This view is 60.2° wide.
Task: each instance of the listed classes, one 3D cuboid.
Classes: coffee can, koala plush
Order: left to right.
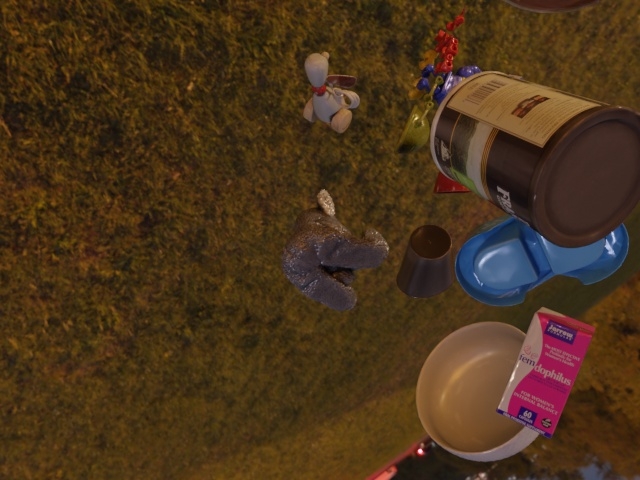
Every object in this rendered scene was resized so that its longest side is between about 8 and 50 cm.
[{"bbox_3d":[0.000,0.000,1.189,0.203,0.221,0.196,21,116,-25],"label":"koala plush"},{"bbox_3d":[0.326,-0.137,0.856,0.201,0.275,0.202,-9,118,-17],"label":"coffee can"}]

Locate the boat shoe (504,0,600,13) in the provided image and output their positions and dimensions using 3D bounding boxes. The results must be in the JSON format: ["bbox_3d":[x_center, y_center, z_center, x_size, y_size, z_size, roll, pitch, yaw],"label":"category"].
[{"bbox_3d":[0.290,-0.440,0.851,0.116,0.324,0.123,-15,126,-64],"label":"boat shoe"}]

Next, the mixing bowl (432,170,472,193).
[{"bbox_3d":[0.459,-0.207,1.820,0.181,0.181,0.098,-4,93,-46],"label":"mixing bowl"}]

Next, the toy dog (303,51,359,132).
[{"bbox_3d":[0.037,-0.497,1.798,0.161,0.220,0.334,-57,-178,-16],"label":"toy dog"}]

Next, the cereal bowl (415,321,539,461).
[{"bbox_3d":[0.412,0.378,1.355,0.339,0.339,0.141,-43,123,8],"label":"cereal bowl"}]

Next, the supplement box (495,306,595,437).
[{"bbox_3d":[0.449,0.257,1.101,0.114,0.111,0.220,2,107,-61],"label":"supplement box"}]

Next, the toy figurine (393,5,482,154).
[{"bbox_3d":[0.336,-0.330,1.302,0.363,0.217,0.191,-68,-168,-21],"label":"toy figurine"}]

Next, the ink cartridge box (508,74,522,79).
[{"bbox_3d":[0.515,-0.395,1.610,0.207,0.046,0.097,-39,136,-31],"label":"ink cartridge box"}]

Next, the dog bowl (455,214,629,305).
[{"bbox_3d":[0.397,0.015,1.019,0.297,0.166,0.074,-22,-160,26],"label":"dog bowl"}]

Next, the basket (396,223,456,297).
[{"bbox_3d":[0.346,0.061,1.767,0.204,0.154,0.227,-17,148,-5],"label":"basket"}]
